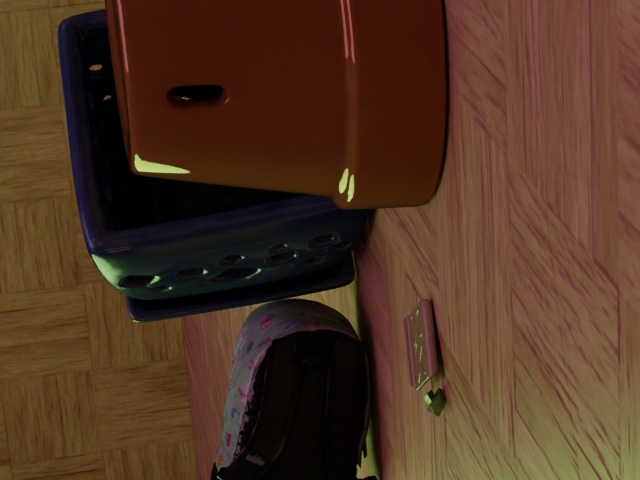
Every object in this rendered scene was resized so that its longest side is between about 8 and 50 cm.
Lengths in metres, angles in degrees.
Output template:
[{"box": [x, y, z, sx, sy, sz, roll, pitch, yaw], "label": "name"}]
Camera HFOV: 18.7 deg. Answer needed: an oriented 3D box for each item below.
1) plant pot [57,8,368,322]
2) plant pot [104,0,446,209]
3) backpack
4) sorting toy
[{"box": [-0.088, -0.063, 1.673, 0.212, 0.236, 0.236, 86, 173, -63], "label": "plant pot"}, {"box": [-0.044, -0.157, 1.347, 0.291, 0.204, 0.290, 173, 90, -83], "label": "plant pot"}, {"box": [-0.024, 0.144, 1.713, 0.115, 0.152, 0.182, -133, 47, -61], "label": "backpack"}, {"box": [0.076, 0.088, 1.400, 0.062, 0.012, 0.083, 127, 139, -72], "label": "sorting toy"}]
